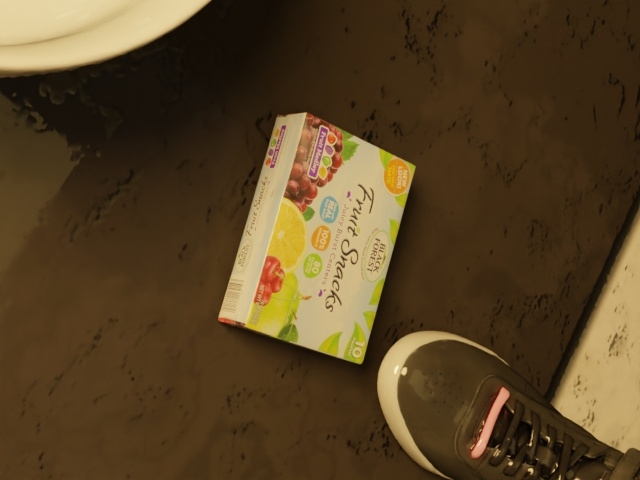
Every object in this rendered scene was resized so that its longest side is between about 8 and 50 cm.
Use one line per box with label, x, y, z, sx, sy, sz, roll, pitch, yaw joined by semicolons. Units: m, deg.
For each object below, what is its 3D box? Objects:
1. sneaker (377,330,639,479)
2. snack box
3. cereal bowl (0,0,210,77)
sneaker;0.174;0.160;0.759;0.296;0.147;0.105;41;71;-30
snack box;0.000;0.000;0.686;0.100;0.037;0.141;22;80;-37
cereal bowl;-0.177;-0.241;0.474;0.339;0.141;0.339;-3;95;-37
